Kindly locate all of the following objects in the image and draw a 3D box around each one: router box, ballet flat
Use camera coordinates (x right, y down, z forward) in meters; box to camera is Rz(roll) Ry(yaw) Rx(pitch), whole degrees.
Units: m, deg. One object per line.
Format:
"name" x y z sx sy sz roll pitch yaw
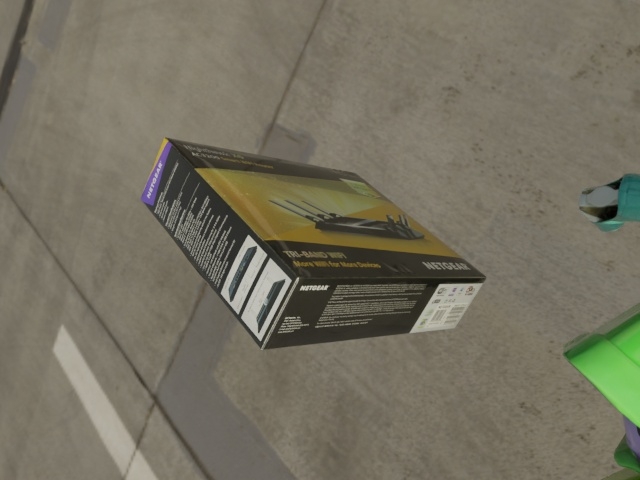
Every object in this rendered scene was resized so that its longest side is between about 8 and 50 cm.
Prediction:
"router box" 0.000 0.000 0.696 0.243 0.308 0.081 43 116 35
"ballet flat" 0.467 -0.065 1.033 0.087 0.247 0.083 13 87 5

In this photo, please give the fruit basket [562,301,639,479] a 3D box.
"fruit basket" 0.328 0.217 0.607 0.283 0.392 0.392 44 113 21
